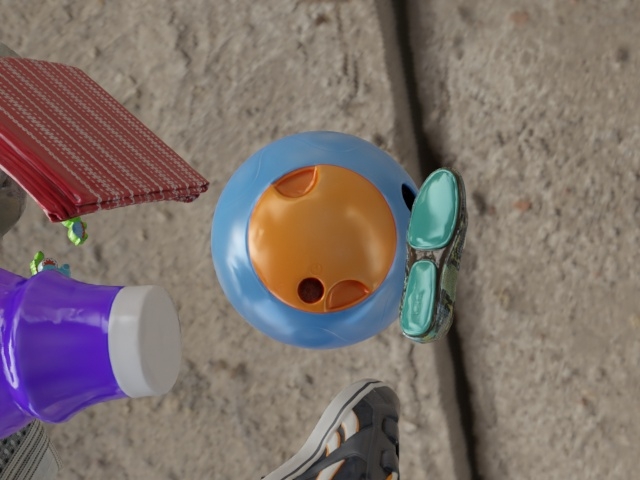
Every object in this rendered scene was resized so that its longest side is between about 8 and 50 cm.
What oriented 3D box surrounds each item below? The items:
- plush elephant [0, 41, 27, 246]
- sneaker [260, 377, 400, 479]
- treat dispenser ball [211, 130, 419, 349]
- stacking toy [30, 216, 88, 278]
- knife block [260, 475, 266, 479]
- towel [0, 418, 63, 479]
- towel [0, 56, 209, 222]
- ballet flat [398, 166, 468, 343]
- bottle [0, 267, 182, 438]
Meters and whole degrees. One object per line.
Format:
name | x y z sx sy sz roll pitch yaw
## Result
plush elephant | -0.422 -0.116 1.237 0.330 0.272 0.255 -37 62 19
sneaker | 0.035 0.260 1.253 0.127 0.321 0.126 13 119 25
treat dispenser ball | 0.000 0.000 1.565 0.288 0.288 0.288 12 126 17
stacking toy | -0.363 0.086 1.619 0.052 0.221 0.167 6 152 -32
knife block | -0.002 0.491 1.885 0.275 0.242 0.088 27 125 7
towel | -0.451 0.269 1.467 0.056 0.324 0.312 -12 118 22
towel | -0.221 -0.094 1.042 0.199 0.275 0.031 42 105 9
ballet flat | 0.124 0.018 1.267 0.070 0.070 0.188 11 82 17
bottle | -0.229 0.070 0.741 0.282 0.092 0.118 -4 131 14
